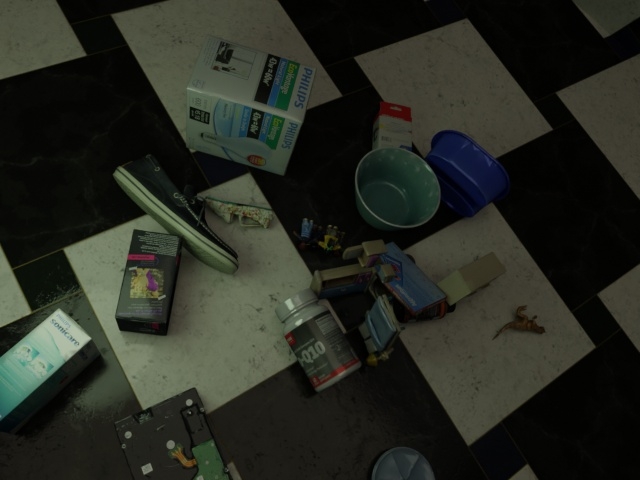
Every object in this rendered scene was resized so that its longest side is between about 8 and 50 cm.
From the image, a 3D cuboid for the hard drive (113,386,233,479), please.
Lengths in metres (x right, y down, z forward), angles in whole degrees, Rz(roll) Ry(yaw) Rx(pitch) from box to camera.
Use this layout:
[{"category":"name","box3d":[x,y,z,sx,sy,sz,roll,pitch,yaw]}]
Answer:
[{"category":"hard drive","box3d":[-0.388,0.606,1.484,0.237,0.064,0.338,-21,74,-22]}]

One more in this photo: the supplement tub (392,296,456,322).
[{"category":"supplement tub","box3d":[0.349,0.216,1.823,0.198,0.106,0.106,-4,69,-16]}]

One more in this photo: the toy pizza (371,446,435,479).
[{"category":"toy pizza","box3d":[0.245,0.721,1.622,0.201,0.032,0.201,5,67,-13]}]

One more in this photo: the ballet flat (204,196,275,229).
[{"category":"ballet flat","box3d":[-0.272,-0.088,1.804,0.241,0.091,0.077,11,87,-6]}]

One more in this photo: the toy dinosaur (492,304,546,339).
[{"category":"toy dinosaur","box3d":[0.703,0.289,1.910,0.212,0.064,0.112,4,68,-13]}]

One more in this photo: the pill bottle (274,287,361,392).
[{"category":"pill bottle","box3d":[-0.014,0.299,1.660,0.161,0.161,0.283,-27,76,-23]}]

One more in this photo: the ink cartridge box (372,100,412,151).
[{"category":"ink cartridge box","box3d":[0.273,-0.407,2.083,0.134,0.078,0.231,10,65,-11]}]

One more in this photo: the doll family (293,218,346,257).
[{"category":"doll family","box3d":[0.000,0.000,1.845,0.193,0.076,0.111,14,69,-4]}]

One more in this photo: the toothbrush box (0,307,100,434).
[{"category":"toothbrush box","box3d":[-0.739,0.342,1.419,0.126,0.216,0.295,41,63,4]}]

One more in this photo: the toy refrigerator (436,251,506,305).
[{"category":"toy refrigerator","box3d":[0.517,0.130,1.851,0.270,0.102,0.094,-18,71,-47]}]

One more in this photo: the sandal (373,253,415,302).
[{"category":"sandal","box3d":[0.259,0.123,1.864,0.090,0.060,0.219,44,64,6]}]

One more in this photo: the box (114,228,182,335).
[{"category":"box","box3d":[-0.498,0.125,1.602,0.143,0.165,0.270,9,66,-11]}]

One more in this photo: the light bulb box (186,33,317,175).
[{"category":"light bulb box","box3d":[-0.237,-0.430,1.802,0.361,0.358,0.225,15,66,-7]}]

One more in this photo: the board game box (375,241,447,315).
[{"category":"board game box","box3d":[0.271,0.121,1.807,0.145,0.027,0.281,-18,51,-31]}]

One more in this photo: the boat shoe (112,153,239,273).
[{"category":"boat shoe","box3d":[-0.427,-0.091,1.708,0.500,0.187,0.156,41,69,10]}]

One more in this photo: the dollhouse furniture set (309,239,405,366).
[{"category":"dollhouse furniture set","box3d":[0.119,0.210,1.664,0.198,0.286,0.303,-11,59,-19]}]

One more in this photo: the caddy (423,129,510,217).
[{"category":"caddy","box3d":[0.526,-0.252,1.997,0.341,0.241,0.179,42,68,5]}]

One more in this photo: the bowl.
[{"category":"bowl","box3d":[0.247,-0.157,1.923,0.312,0.163,0.311,5,67,-13]}]
